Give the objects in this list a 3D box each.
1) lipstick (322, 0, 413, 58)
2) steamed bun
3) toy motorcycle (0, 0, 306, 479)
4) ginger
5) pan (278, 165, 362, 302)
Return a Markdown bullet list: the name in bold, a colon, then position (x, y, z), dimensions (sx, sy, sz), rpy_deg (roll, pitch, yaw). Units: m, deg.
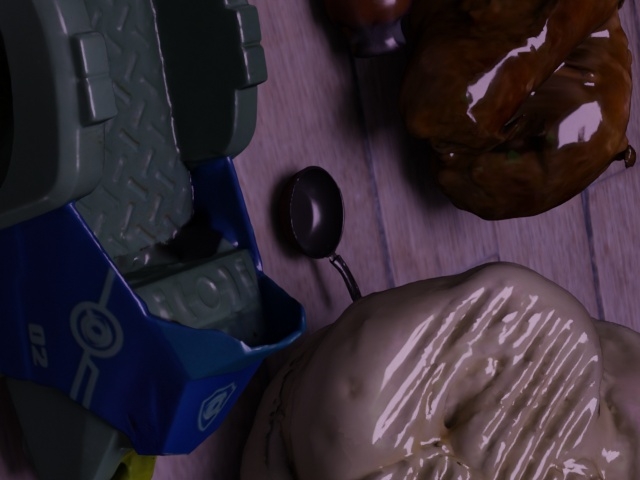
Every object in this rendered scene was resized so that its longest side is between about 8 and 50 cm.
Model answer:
- **lipstick**: position (0.000, -0.339, 1.295), dimensions (0.077, 0.077, 0.418), rpy_deg (-31, 113, -51)
- **steamed bun**: position (0.108, 0.196, 1.260), dimensions (0.352, 0.247, 0.339), rpy_deg (19, 81, -15)
- **toy motorcycle**: position (-0.111, -0.005, 1.013), dimensions (0.191, 0.200, 0.326), rpy_deg (-22, 103, -54)
- **ginger**: position (0.186, -0.197, 1.462), dimensions (0.254, 0.176, 0.418), rpy_deg (54, 49, -49)
- **pan**: position (0.000, 0.000, 1.309), dimensions (0.068, 0.023, 0.115), rpy_deg (-48, 122, -45)
